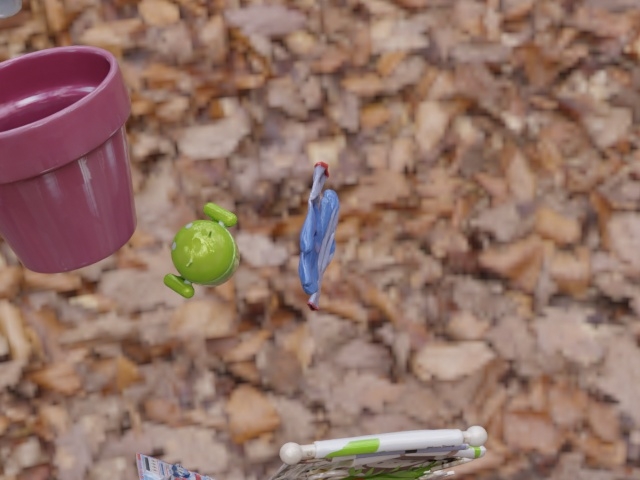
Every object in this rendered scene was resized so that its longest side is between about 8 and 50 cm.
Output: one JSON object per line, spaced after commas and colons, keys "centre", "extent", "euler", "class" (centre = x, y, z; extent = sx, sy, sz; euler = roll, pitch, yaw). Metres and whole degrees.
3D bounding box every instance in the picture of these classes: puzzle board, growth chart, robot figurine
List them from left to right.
{"centre": [-0.134, 0.246, 1.639], "extent": [0.096, 0.011, 0.128], "euler": [23, 7, -14], "class": "puzzle board"}
{"centre": [-0.120, 0.014, 1.737], "extent": [0.067, 0.101, 0.115], "euler": [32, -3, 5], "class": "robot figurine"}
{"centre": [0.037, 0.171, 1.230], "extent": [0.172, 0.237, 0.021], "euler": [-4, 71, -12], "class": "growth chart"}

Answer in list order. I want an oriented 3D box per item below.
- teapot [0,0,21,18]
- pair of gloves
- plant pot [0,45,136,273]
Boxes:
{"centre": [-0.320, -0.293, 1.249], "extent": [0.256, 0.252, 0.187], "euler": [-1, 16, 25], "class": "teapot"}
{"centre": [0.000, 0.000, 2.009], "extent": [0.023, 0.198, 0.159], "euler": [7, 75, 9], "class": "pair of gloves"}
{"centre": [-0.274, -0.075, 1.684], "extent": [0.201, 0.180, 0.201], "euler": [-13, 30, 8], "class": "plant pot"}
